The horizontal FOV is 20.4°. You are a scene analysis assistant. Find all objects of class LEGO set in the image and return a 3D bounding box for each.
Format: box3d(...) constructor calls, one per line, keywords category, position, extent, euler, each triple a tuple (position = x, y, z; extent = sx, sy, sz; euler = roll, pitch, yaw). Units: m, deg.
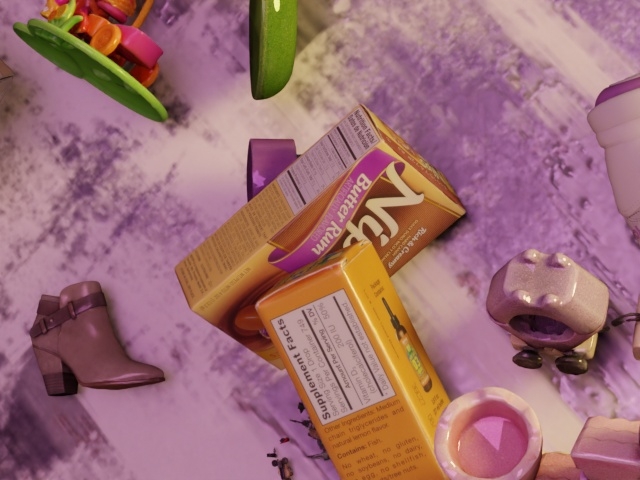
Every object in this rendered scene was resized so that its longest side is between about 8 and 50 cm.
box3d(category="LEGO set", position=(-0.003, 0.146, 1.325), extent=(0.083, 0.023, 0.054), euler=(-29, 69, 31))

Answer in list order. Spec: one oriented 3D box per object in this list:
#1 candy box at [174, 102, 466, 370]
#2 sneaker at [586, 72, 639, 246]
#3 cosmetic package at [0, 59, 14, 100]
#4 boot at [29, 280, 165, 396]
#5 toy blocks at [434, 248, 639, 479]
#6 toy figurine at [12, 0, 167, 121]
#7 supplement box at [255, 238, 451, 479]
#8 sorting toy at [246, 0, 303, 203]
box3d(category="candy box", position=(0.000, 0.000, 1.290), extent=(0.187, 0.109, 0.053), euler=(-40, 43, 13))
box3d(category="sneaker", position=(0.337, -0.066, 1.176), extent=(0.305, 0.114, 0.152), euler=(-13, 91, 25))
box3d(category="cosmetic package", position=(-0.413, -0.169, 1.433), extent=(0.309, 0.113, 0.160), euler=(45, 125, 9))
box3d(category="boot", position=(-0.177, 0.075, 1.396), extent=(0.118, 0.042, 0.087), euler=(-7, 77, 22))
box3d(category="toy blocks", position=(0.207, 0.126, 1.061), extent=(0.289, 0.260, 0.309), euler=(5, 65, 19))
box3d(category="toy figurine", position=(-0.144, -0.199, 1.404), extent=(0.173, 0.130, 0.159), euler=(25, 78, 48))
box3d(category="supplement box", position=(0.044, 0.122, 1.232), extent=(0.080, 0.078, 0.233), euler=(-22, 96, 19))
box3d(category="sorting toy", position=(0.008, -0.193, 1.343), extent=(0.126, 0.127, 0.365), euler=(0, 84, -7))
